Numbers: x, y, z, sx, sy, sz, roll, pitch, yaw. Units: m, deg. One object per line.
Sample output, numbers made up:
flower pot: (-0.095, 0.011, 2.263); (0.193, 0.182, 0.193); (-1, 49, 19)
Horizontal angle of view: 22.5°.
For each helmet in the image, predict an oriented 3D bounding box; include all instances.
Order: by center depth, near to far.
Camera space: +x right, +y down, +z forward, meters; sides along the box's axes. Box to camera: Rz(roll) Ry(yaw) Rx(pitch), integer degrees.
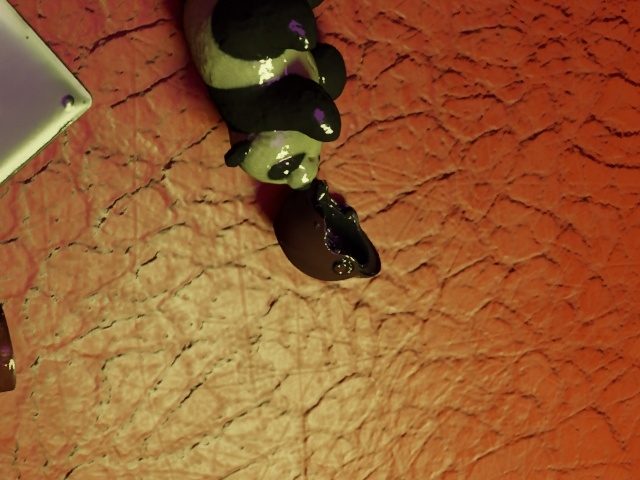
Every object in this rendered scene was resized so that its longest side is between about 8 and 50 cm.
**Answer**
helmet: (0.000, 0.000, 1.647); (0.070, 0.098, 0.123); (-28, 120, 20)

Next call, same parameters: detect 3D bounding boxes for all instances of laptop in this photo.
laptop: (-0.367, -0.108, 1.496); (0.269, 0.015, 0.187); (-42, 118, -4)

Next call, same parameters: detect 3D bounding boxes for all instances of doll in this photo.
doll: (-0.047, -0.163, 1.550); (0.135, 0.143, 0.234); (-13, 115, 14)

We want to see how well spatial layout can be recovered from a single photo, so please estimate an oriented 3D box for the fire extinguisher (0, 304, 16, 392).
fire extinguisher: (-0.426, 0.127, 1.501); (0.269, 0.105, 0.104); (-11, 111, -19)
